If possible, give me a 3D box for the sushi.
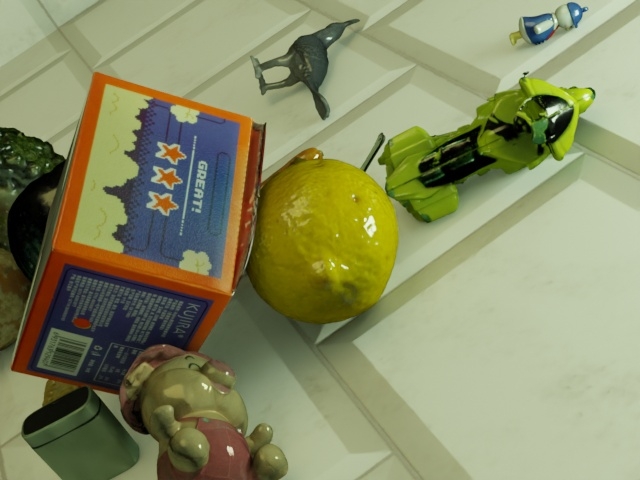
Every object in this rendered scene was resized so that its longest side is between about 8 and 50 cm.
[{"bbox_3d":[-0.649,-0.056,2.209,0.352,0.294,0.178,-36,28,8],"label":"sushi"}]

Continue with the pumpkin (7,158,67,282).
[{"bbox_3d":[-0.395,-0.016,1.970,0.315,0.238,0.315,-38,-1,-1],"label":"pumpkin"}]

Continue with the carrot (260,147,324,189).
[{"bbox_3d":[-0.096,-0.087,2.010,0.248,0.043,0.043,-37,31,-5],"label":"carrot"}]

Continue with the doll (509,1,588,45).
[{"bbox_3d":[0.401,-0.381,1.972,0.143,0.057,0.099,-20,12,17],"label":"doll"}]

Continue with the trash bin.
[{"bbox_3d":[-0.340,0.284,1.595,0.116,0.130,0.059,-27,31,7],"label":"trash bin"}]

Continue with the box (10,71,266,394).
[{"bbox_3d":[-0.264,0.009,1.614,0.348,0.257,0.318,123,158,-49],"label":"box"}]

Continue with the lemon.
[{"bbox_3d":[-0.001,0.005,1.598,0.228,0.228,0.253,-18,33,22],"label":"lemon"}]

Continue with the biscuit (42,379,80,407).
[{"bbox_3d":[-0.419,0.242,1.840,0.081,0.018,0.083,-27,30,9],"label":"biscuit"}]

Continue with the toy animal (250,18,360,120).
[{"bbox_3d":[-0.046,-0.355,2.304,0.206,0.081,0.367,-7,37,18],"label":"toy animal"}]

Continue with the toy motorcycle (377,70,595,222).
[{"bbox_3d":[0.255,-0.145,1.680,0.342,0.142,0.206,-25,-7,13],"label":"toy motorcycle"}]

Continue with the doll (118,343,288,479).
[{"bbox_3d":[-0.160,0.235,1.455,0.152,0.196,0.256,-34,37,-2],"label":"doll"}]

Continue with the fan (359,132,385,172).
[{"bbox_3d":[0.046,-0.076,1.773,0.226,0.008,0.152,-59,22,25],"label":"fan"}]

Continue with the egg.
[{"bbox_3d":[-0.625,0.112,2.027,0.203,0.203,0.245,-11,13,32],"label":"egg"}]
